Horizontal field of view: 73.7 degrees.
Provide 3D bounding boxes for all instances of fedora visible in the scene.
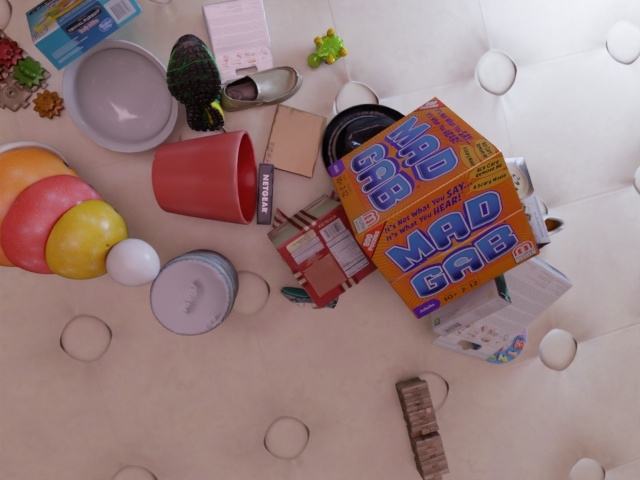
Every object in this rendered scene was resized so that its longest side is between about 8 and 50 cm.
[{"bbox_3d":[0.176,-0.290,1.328,0.335,0.152,0.333,0,92,-8],"label":"fedora"}]

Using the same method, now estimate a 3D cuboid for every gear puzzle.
[{"bbox_3d":[-0.897,-0.474,1.227,0.339,0.044,0.175,42,87,-7],"label":"gear puzzle"}]

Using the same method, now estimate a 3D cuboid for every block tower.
[{"bbox_3d":[0.338,0.623,1.422,0.091,0.097,0.334,-15,96,-7],"label":"block tower"}]

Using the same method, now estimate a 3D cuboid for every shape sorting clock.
[{"bbox_3d":[0.615,0.326,1.472,0.207,0.040,0.205,0,92,-8],"label":"shape sorting clock"}]

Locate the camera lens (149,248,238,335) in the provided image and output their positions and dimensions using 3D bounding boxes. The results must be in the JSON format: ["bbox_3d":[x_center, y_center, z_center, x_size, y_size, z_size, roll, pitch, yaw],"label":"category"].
[{"bbox_3d":[-0.349,0.140,1.213,0.220,0.274,0.219,0,92,-8],"label":"camera lens"}]

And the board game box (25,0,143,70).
[{"bbox_3d":[-0.636,-0.603,1.129,0.254,0.336,0.079,-38,139,-5],"label":"board game box"}]

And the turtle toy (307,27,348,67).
[{"bbox_3d":[0.017,-0.590,1.336,0.130,0.066,0.095,-34,95,-5],"label":"turtle toy"}]

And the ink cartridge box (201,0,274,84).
[{"bbox_3d":[-0.249,-0.614,1.318,0.181,0.056,0.224,-13,113,-7],"label":"ink cartridge box"}]

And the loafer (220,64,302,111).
[{"bbox_3d":[-0.180,-0.461,1.301,0.269,0.092,0.101,-22,98,-4],"label":"loafer"}]

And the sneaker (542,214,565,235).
[{"bbox_3d":[0.702,-0.046,1.441,0.229,0.092,0.087,-13,96,-6],"label":"sneaker"}]

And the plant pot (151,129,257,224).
[{"bbox_3d":[-0.325,-0.178,1.221,0.244,0.275,0.274,0,93,2],"label":"plant pot"}]

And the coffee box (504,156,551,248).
[{"bbox_3d":[0.586,-0.104,1.362,0.168,0.119,0.296,-6,72,-6],"label":"coffee box"}]

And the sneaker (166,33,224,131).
[{"bbox_3d":[-0.343,-0.436,1.161,0.134,0.343,0.146,-9,78,-12],"label":"sneaker"}]

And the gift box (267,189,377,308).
[{"bbox_3d":[0.000,0.000,1.261,0.255,0.258,0.276,-30,105,-5],"label":"gift box"}]

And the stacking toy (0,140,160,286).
[{"bbox_3d":[-0.616,-0.010,1.084,0.481,0.350,0.350,26,89,8],"label":"stacking toy"}]

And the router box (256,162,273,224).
[{"bbox_3d":[-0.166,-0.143,1.287,0.046,0.133,0.178,2,99,-8],"label":"router box"}]

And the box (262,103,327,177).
[{"bbox_3d":[-0.081,-0.315,1.358,0.165,0.021,0.201,14,90,-8],"label":"box"}]

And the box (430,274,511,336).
[{"bbox_3d":[0.415,0.094,1.263,0.059,0.321,0.232,27,134,-25],"label":"box"}]

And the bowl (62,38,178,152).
[{"bbox_3d":[-0.546,-0.410,1.211,0.299,0.134,0.297,-4,117,-7],"label":"bowl"}]

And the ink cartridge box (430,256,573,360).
[{"bbox_3d":[0.550,0.203,1.338,0.308,0.091,0.385,23,117,-33],"label":"ink cartridge box"}]

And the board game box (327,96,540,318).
[{"bbox_3d":[0.286,-0.088,1.148,0.357,0.356,0.356,-32,126,12],"label":"board game box"}]

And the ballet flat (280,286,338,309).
[{"bbox_3d":[-0.036,0.191,1.368,0.189,0.070,0.070,6,92,-5],"label":"ballet flat"}]
